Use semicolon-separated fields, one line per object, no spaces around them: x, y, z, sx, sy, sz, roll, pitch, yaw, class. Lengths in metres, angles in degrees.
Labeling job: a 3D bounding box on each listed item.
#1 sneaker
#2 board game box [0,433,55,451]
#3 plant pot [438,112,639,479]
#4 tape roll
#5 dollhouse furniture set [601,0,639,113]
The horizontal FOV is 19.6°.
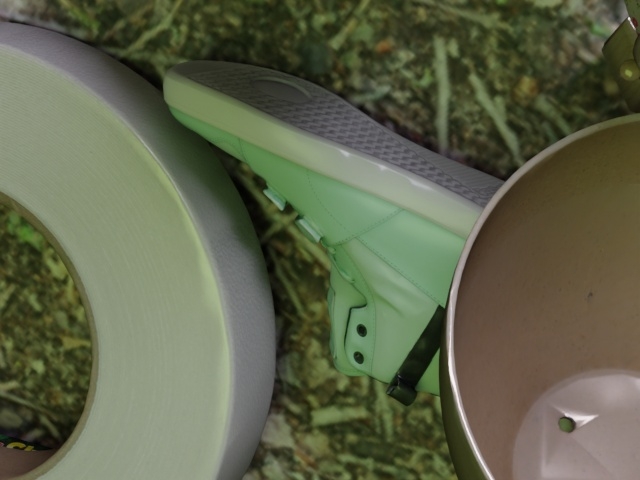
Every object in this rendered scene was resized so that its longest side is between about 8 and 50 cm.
0.000;0.000;1.104;0.256;0.094;0.151;28;115;9;sneaker
-0.162;0.215;1.282;0.259;0.030;0.136;14;111;16;board game box
0.190;0.100;1.000;0.284;0.284;0.191;31;153;8;plant pot
-0.217;0.052;1.196;0.392;0.072;0.392;6;105;22;tape roll
0.086;-0.225;0.883;0.173;0.355;0.303;-22;80;-11;dollhouse furniture set
